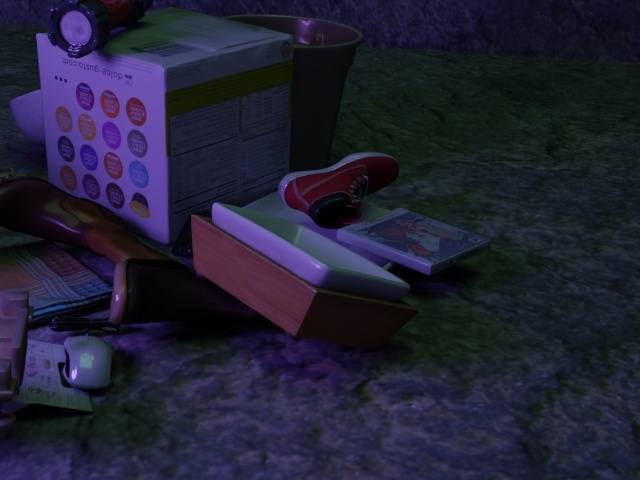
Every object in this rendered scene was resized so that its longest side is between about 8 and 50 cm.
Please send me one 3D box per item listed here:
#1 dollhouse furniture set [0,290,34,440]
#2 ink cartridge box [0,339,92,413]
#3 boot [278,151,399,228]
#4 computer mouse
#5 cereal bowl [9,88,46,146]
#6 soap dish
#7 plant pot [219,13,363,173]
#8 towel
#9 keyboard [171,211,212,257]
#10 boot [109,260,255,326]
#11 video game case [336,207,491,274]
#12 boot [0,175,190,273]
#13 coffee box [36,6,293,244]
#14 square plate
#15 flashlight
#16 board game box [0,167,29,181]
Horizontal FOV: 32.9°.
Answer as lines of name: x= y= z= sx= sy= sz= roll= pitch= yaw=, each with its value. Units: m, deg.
dollhouse furniture set: x=-0.496 y=0.192 z=1.247 sx=0.303 sy=0.174 sz=0.355 roll=1 pitch=15 yaw=-10
ink cartridge box: x=-0.431 y=0.182 z=1.429 sx=0.232 sy=0.066 sz=0.189 roll=18 pitch=15 yaw=-24
boot: x=0.069 y=-0.085 z=1.977 sx=0.244 sy=0.089 sz=0.176 roll=-17 pitch=29 yaw=-25
computer mouse: x=-0.319 y=0.145 z=1.503 sx=0.106 sy=0.042 sz=0.193 roll=7 pitch=19 yaw=-19
cereal bowl: x=-0.483 y=-0.271 z=2.328 sx=0.338 sy=0.141 sz=0.339 roll=-13 pitch=7 yaw=2
soap dish: x=-0.033 y=0.055 z=1.604 sx=0.228 sy=0.118 sz=0.290 roll=14 pitch=12 yaw=-48
plant pot: x=-0.087 y=-0.298 z=2.309 sx=0.333 sy=0.306 sz=0.334 roll=4 pitch=22 yaw=-2
towel: x=-0.531 y=0.076 z=1.661 sx=0.370 sy=0.040 sz=0.271 roll=-13 pitch=28 yaw=-37
keyboard: x=-0.189 y=-0.021 z=1.840 sx=0.100 sy=0.038 sz=0.192 roll=4 pitch=23 yaw=1
boot: x=-0.195 y=0.083 z=1.582 sx=0.206 sy=0.090 sz=0.248 roll=8 pitch=4 yaw=-3
video game case: x=0.161 y=-0.003 z=1.869 sx=0.201 sy=0.023 sz=0.183 roll=22 pitch=28 yaw=36
boot: x=-0.386 y=0.000 z=1.762 sx=0.264 sy=0.096 sz=0.280 roll=25 pitch=5 yaw=-46
coffee box: x=-0.288 y=-0.230 z=2.058 sx=0.337 sy=0.335 sz=0.338 roll=20 pitch=30 yaw=34
square plate: x=0.000 y=0.000 z=1.928 sx=0.347 sy=0.049 sz=0.344 roll=16 pitch=25 yaw=27
flashlight: x=-0.375 y=-0.405 z=1.908 sx=0.103 sy=0.103 sz=0.304 roll=5 pitch=25 yaw=12
board game box: x=-0.618 y=-0.090 z=2.062 sx=0.136 sy=0.035 sz=0.201 roll=-3 pitch=23 yaw=-17
